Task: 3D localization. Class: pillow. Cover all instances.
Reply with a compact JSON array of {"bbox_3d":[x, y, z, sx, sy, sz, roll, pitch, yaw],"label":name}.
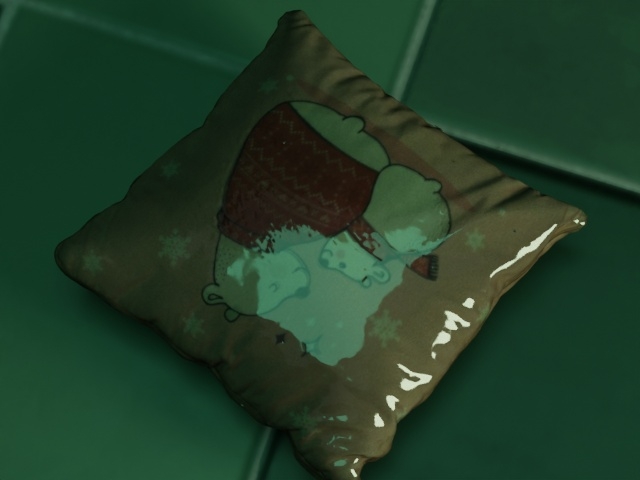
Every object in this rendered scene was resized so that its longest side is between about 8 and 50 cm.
[{"bbox_3d":[0.000,0.000,1.133,0.236,0.084,0.223,37,76,11],"label":"pillow"}]
